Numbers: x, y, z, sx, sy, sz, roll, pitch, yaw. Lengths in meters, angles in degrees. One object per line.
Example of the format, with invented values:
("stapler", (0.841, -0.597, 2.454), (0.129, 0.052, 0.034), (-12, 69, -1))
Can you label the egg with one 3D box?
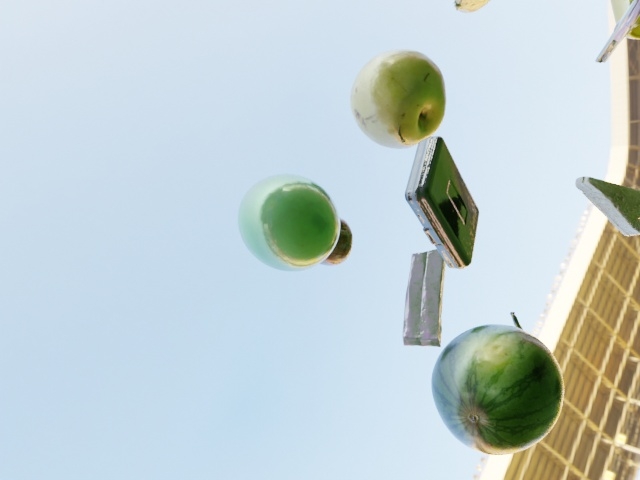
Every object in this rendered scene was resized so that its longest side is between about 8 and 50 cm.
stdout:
("egg", (-0.076, -0.044, 1.143), (0.221, 0.270, 0.220), (-16, -59, -28))

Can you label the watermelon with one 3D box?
("watermelon", (0.212, 0.160, 0.578), (0.187, 0.141, 0.140), (-22, -73, -45))

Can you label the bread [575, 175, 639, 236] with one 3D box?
("bread", (0.659, -0.080, 1.145), (0.152, 0.077, 0.105), (15, -90, 5))

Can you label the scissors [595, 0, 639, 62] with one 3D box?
("scissors", (0.439, -0.311, 0.718), (0.085, 0.022, 0.176), (-61, -13, -10))

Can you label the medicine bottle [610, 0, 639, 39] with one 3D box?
("medicine bottle", (0.687, -0.567, 1.086), (0.076, 0.111, 0.308), (56, -145, -57))

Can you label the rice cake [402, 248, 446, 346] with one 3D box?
("rice cake", (0.294, 0.159, 1.404), (0.050, 0.106, 0.297), (55, -141, -50))

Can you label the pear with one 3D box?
("pear", (0.247, -0.437, 1.556), (0.310, 0.309, 0.308), (-3, -85, -38))

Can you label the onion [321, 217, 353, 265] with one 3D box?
("onion", (0.000, 0.000, 1.488), (0.195, 0.160, 0.159), (2, -88, -33))

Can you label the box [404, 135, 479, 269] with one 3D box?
("box", (0.237, -0.069, 0.943), (0.230, 0.050, 0.160), (50, -132, -38))

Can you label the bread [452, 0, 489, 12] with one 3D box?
("bread", (0.288, -0.481, 0.837), (0.251, 0.182, 0.038), (3, -119, -61))
